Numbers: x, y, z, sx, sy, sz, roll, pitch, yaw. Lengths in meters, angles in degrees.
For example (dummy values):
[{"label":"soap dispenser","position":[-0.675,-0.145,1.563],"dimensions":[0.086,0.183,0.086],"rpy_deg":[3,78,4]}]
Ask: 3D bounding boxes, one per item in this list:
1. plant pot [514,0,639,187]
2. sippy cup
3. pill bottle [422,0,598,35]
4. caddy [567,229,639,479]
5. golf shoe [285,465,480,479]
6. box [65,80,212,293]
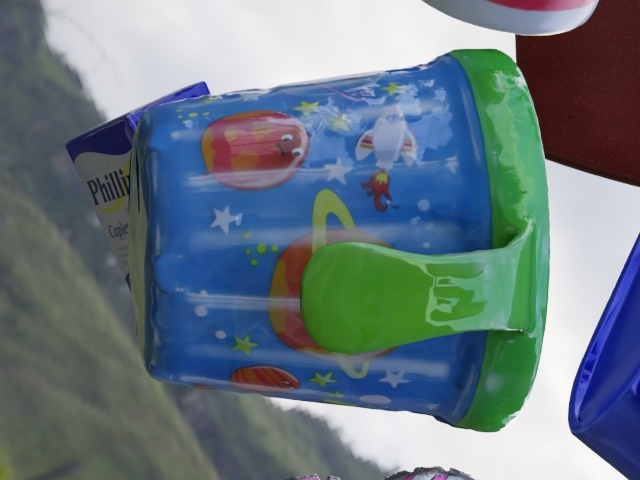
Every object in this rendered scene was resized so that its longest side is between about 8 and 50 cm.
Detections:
[{"label":"plant pot","position":[0.311,-0.196,1.919],"dimensions":[0.267,0.236,0.267],"rpy_deg":[-63,150,-65]},{"label":"sippy cup","position":[0.000,0.000,1.201],"dimensions":[0.305,0.224,0.240],"rpy_deg":[109,-21,-64]},{"label":"pill bottle","position":[0.164,-0.321,1.419],"dimensions":[0.176,0.176,0.318],"rpy_deg":[53,-43,40]},{"label":"caddy","position":[0.314,0.050,1.303],"dimensions":[0.179,0.341,0.241],"rpy_deg":[34,-30,-8]},{"label":"golf shoe","position":[0.053,0.236,1.638],"dimensions":[0.086,0.186,0.067],"rpy_deg":[-106,-166,-50]},{"label":"box","position":[-0.110,-0.032,1.452],"dimensions":[0.126,0.072,0.137],"rpy_deg":[-15,-80,61]}]
